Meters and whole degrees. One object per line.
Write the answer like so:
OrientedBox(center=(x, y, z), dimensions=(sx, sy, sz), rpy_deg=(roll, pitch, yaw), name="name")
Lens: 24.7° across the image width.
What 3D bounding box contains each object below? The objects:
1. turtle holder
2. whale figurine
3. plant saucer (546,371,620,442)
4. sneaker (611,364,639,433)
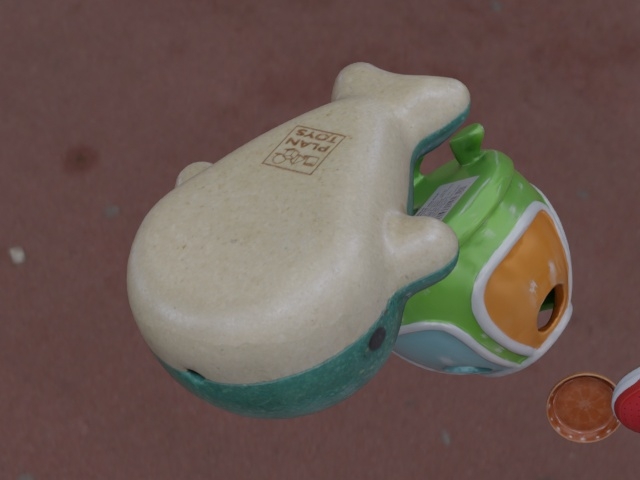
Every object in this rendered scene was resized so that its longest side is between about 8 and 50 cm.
OrientedBox(center=(0.129, 0.045, 1.602), dimensions=(0.227, 0.320, 0.243), rpy_deg=(46, 38, -13), name="turtle holder")
OrientedBox(center=(0.000, 0.000, 0.948), dimensions=(0.216, 0.141, 0.272), rpy_deg=(13, 52, 32), name="whale figurine")
OrientedBox(center=(0.285, 0.179, 1.574), dimensions=(0.084, 0.083, 0.013), rpy_deg=(5, 21, 3), name="plant saucer")
OrientedBox(center=(0.166, 0.077, 0.560), dimensions=(0.118, 0.042, 0.067), rpy_deg=(-6, 38, 29), name="sneaker")
